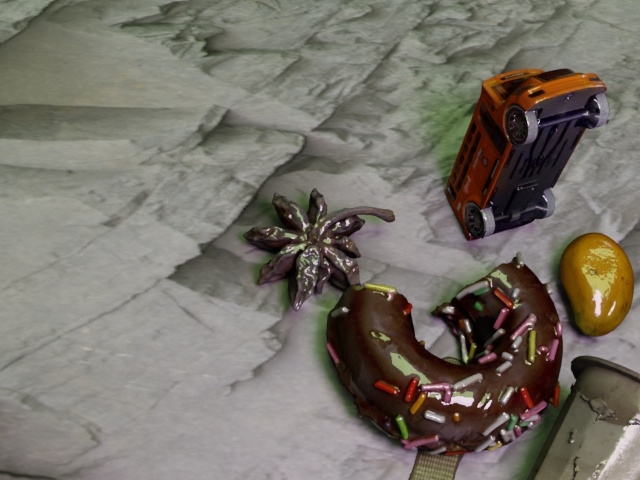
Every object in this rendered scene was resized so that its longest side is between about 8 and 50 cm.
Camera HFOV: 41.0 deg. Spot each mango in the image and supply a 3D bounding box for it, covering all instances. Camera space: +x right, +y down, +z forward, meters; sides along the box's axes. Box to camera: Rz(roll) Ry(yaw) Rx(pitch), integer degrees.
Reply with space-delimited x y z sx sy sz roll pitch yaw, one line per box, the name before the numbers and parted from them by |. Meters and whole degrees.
mango | 0.433 0.065 1.329 0.115 0.089 0.165 -6 62 -11

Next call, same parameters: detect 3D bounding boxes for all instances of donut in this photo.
donut | 0.190 0.163 1.197 0.345 0.136 0.259 -8 56 -14

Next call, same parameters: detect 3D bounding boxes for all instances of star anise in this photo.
star anise | 0.000 -0.001 1.299 0.209 0.089 0.231 39 71 6

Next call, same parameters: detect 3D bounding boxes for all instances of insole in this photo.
insole | 0.172 0.276 1.202 0.086 0.005 0.253 17 57 2

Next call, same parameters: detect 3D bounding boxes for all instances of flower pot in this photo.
flower pot | 0.370 0.285 1.112 0.212 0.212 0.202 37 74 14

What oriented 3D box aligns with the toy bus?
toy bus | 0.298 -0.144 1.297 0.143 0.329 0.153 -16 59 -18
